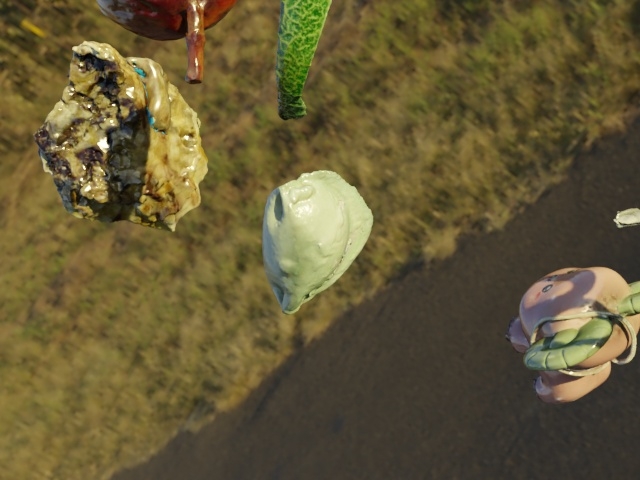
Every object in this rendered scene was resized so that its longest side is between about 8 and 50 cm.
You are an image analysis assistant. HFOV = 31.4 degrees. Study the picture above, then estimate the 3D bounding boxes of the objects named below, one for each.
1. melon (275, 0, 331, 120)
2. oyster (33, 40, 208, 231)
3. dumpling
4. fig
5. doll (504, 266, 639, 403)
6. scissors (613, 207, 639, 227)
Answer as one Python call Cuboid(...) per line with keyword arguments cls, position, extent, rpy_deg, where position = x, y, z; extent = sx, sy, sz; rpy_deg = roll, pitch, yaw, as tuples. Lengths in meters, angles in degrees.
Cuboid(cls="melon", position=(-0.017, -0.219, 0.948), extent=(0.114, 0.053, 0.261), rpy_deg=(-116, 33, -59))
Cuboid(cls="oyster", position=(-0.231, -0.116, 1.392), extent=(0.214, 0.223, 0.083), rpy_deg=(-67, 25, 10))
Cuboid(cls="dumpling", position=(-0.005, 0.006, 1.515), extent=(0.105, 0.149, 0.216), rpy_deg=(-89, 6, -58))
Cuboid(cls="fig", position=(-0.122, -0.202, 0.864), extent=(0.128, 0.128, 0.150), rpy_deg=(-33, 29, 48))
Cuboid(cls="doll", position=(0.435, 0.150, 1.841), extent=(0.284, 0.216, 0.268), rpy_deg=(-30, 5, -22))
Cuboid(cls="scissors", position=(0.489, -0.053, 1.296), extent=(0.029, 0.360, 0.191), rpy_deg=(110, 145, -55))
